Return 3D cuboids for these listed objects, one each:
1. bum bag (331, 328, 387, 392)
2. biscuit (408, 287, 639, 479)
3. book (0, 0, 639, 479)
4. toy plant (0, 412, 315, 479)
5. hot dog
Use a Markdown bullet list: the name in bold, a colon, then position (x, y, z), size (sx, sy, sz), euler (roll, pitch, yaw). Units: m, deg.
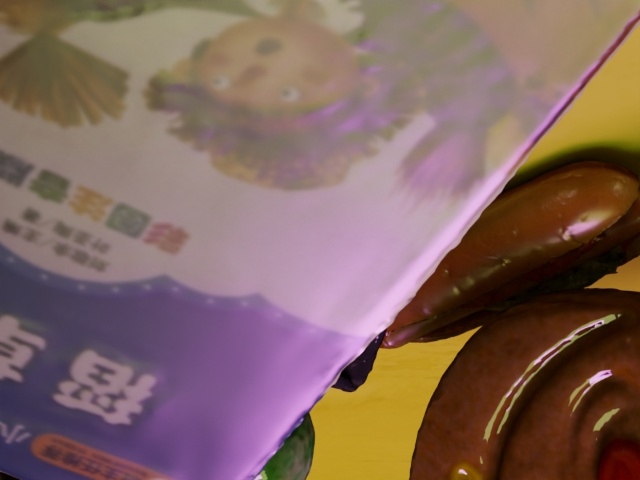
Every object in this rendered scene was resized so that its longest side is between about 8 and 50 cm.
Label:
- **bum bag**: position (0.000, 0.000, 0.982), size (0.137, 0.074, 0.310), euler (18, 144, -6)
- **biscuit**: position (0.235, 0.174, 0.974), size (0.394, 0.350, 0.070), euler (13, -160, 23)
- **book**: position (-0.083, -0.051, 0.685), size (0.300, 0.039, 0.428), euler (25, 128, -17)
- **toy plant**: position (-0.120, 0.130, 1.096), size (0.218, 0.175, 0.235), euler (22, 153, -1)
- **hot dog**: position (0.117, 0.011, 1.045), size (0.235, 0.062, 0.092), euler (-27, 143, 35)
